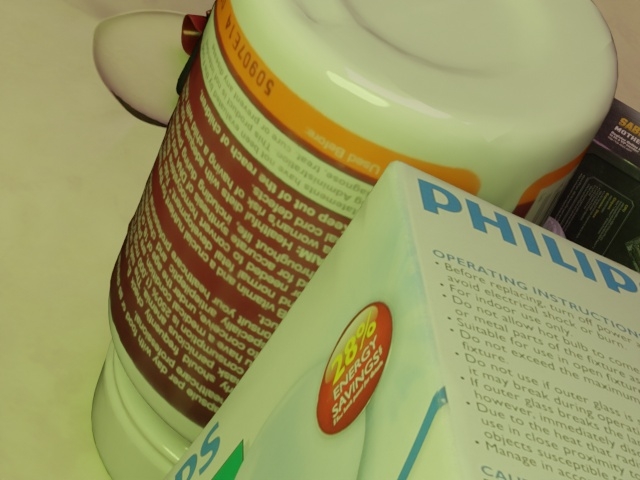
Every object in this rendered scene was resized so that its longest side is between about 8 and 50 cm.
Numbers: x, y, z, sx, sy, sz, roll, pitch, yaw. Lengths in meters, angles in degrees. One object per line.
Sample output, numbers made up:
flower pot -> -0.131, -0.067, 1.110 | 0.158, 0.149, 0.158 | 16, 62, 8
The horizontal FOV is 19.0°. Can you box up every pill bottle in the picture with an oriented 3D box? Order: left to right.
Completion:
pill bottle -> 0.000, 0.000, 1.148 | 0.224, 0.392, 0.224 | 14, 42, -13

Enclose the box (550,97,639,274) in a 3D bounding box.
box -> 0.212, 0.026, 1.346 | 0.183, 0.231, 0.056 | 31, 45, 8

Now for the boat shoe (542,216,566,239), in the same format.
boat shoe -> 0.061, 0.013, 1.344 | 0.109, 0.094, 0.302 | -31, 31, -25

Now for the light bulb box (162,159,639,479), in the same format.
light bulb box -> 0.051, 0.223, 0.911 | 0.225, 0.358, 0.361 | 25, 29, -21

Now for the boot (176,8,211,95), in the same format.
boot -> -0.011, -0.165, 1.549 | 0.176, 0.088, 0.244 | 30, 45, 8
